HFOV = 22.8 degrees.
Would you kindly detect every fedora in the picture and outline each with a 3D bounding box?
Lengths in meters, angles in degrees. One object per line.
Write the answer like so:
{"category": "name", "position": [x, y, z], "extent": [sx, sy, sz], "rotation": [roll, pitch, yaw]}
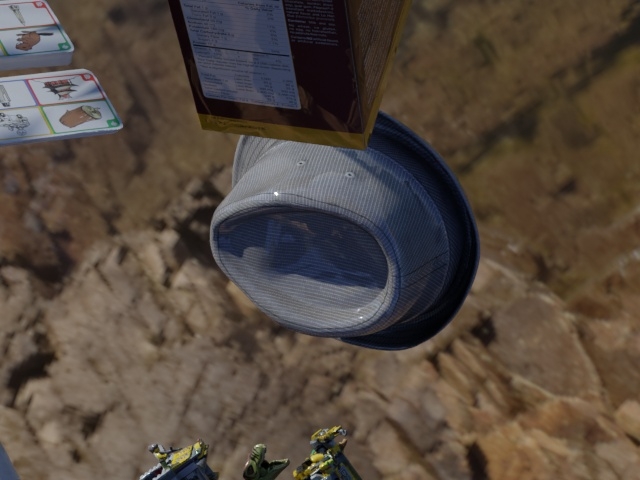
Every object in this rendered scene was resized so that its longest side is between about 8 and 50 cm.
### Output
{"category": "fedora", "position": [0.000, 0.000, 1.413], "extent": [0.275, 0.124, 0.243], "rotation": [21, 120, 25]}

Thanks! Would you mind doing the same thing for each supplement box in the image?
{"category": "supplement box", "position": [-0.015, -0.204, 1.131], "extent": [0.129, 0.194, 0.191], "rotation": [8, 55, 14]}

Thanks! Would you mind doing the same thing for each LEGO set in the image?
{"category": "LEGO set", "position": [-0.246, -0.081, 0.792], "extent": [0.182, 0.244, 0.060], "rotation": [55, 142, 36]}
{"category": "LEGO set", "position": [-0.080, 0.265, 1.651], "extent": [0.255, 0.331, 0.192], "rotation": [-36, 94, 8]}

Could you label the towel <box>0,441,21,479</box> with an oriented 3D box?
{"category": "towel", "position": [-0.393, 0.218, 1.404], "extent": [0.321, 0.374, 0.090], "rotation": [14, 50, 30]}
